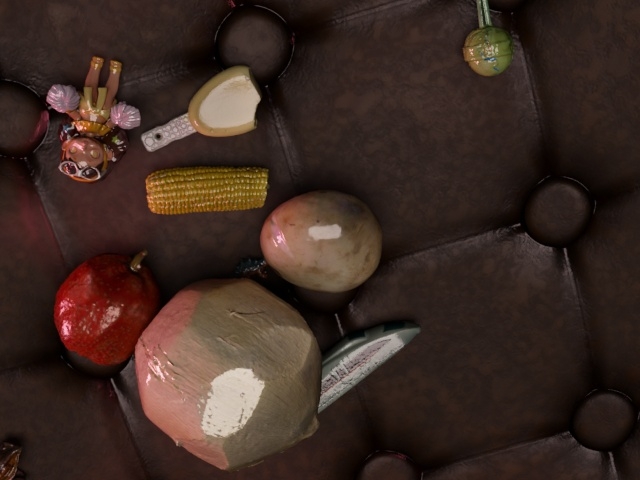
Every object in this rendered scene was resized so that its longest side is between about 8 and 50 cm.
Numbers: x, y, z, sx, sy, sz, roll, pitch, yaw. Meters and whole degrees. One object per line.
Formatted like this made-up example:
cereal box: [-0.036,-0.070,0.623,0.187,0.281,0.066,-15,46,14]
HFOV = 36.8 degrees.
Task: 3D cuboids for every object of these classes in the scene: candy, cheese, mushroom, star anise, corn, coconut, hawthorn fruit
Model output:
candy: [0.303,-0.479,1.820,0.093,0.092,0.335,-1,102,36]
cheese: [-0.229,-0.238,1.872,0.255,0.050,0.127,-25,108,7]
mushroom: [0.000,0.000,1.885,0.255,0.255,0.184,3,63,-4]
star anise: [-0.741,0.510,2.043,0.220,0.099,0.214,-8,116,-21]
corn: [-0.221,-0.101,1.891,0.244,0.093,0.093,-5,107,-2]
coconut: [-0.161,0.266,1.851,0.360,0.346,0.346,36,104,18]
hawthorn fruit: [-0.406,0.117,1.896,0.205,0.205,0.253,37,100,-13]

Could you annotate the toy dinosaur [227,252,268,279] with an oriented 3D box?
toy dinosaur: [-0.151,0.064,1.966,0.154,0.049,0.055,-26,109,0]

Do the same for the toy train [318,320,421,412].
toy train: [0.029,0.277,2.024,0.407,0.086,0.088,-38,98,8]

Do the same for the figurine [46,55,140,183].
figurine: [-0.431,-0.227,1.831,0.175,0.116,0.240,12,100,-9]
